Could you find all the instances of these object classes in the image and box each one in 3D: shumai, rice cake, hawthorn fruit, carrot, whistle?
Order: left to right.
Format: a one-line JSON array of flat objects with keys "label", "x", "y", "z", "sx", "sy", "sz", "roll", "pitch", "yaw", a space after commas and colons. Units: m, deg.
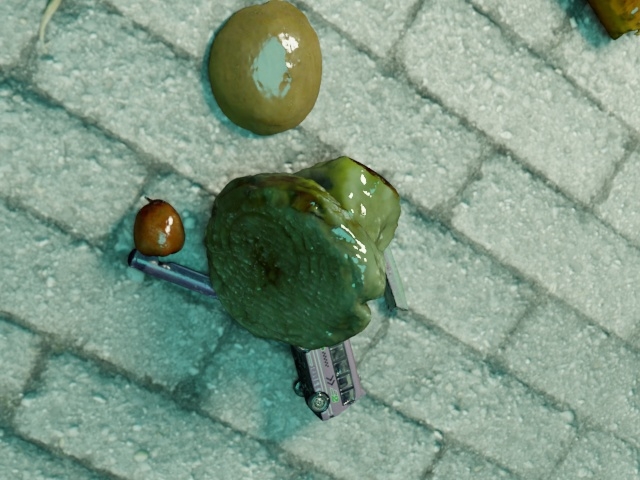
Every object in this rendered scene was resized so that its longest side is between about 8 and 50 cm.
[{"label": "hawthorn fruit", "x": -0.255, "y": -0.023, "z": 1.536, "sx": 0.081, "sy": 0.081, "sz": 0.093, "roll": -5, "pitch": 105, "yaw": -17}, {"label": "whistle", "x": -0.228, "y": 0.056, "z": 1.590, "sx": 0.176, "sy": 0.033, "sz": 0.033, "roll": 23, "pitch": 97, "yaw": -22}, {"label": "shumai", "x": 0.000, "y": 0.000, "z": 1.567, "sx": 0.309, "sy": 0.304, "sz": 0.263, "roll": 46, "pitch": 45, "yaw": 8}, {"label": "rice cake", "x": 0.109, "y": 0.035, "z": 1.693, "sx": 0.033, "sy": 0.033, "sz": 0.208, "roll": -27, "pitch": 112, "yaw": -20}, {"label": "carrot", "x": 0.470, "y": -0.459, "z": 1.638, "sx": 0.114, "sy": 0.114, "sz": 0.302, "roll": -42, "pitch": 114, "yaw": -3}]

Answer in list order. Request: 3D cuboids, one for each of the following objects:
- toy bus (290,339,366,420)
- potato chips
[{"label": "toy bus", "x": 0.002, "y": 0.197, "z": 1.670, "sx": 0.108, "sy": 0.096, "sz": 0.199, "roll": -19, "pitch": 106, "yaw": -17}, {"label": "potato chips", "x": -0.077, "y": -0.269, "z": 1.537, "sx": 0.195, "sy": 0.062, "sz": 0.208, "roll": 27, "pitch": 97, "yaw": -20}]
